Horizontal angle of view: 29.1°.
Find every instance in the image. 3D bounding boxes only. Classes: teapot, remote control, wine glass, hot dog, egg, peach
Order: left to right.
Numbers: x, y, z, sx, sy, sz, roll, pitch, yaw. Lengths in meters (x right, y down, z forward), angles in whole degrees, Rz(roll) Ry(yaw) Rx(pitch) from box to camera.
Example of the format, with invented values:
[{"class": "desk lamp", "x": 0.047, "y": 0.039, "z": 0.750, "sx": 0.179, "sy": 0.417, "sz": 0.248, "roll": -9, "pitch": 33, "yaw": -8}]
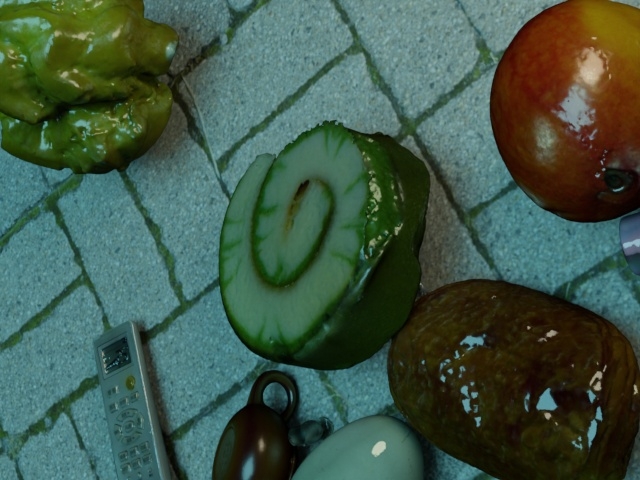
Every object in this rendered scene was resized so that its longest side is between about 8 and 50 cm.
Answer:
[{"class": "remote control", "x": -0.309, "y": 0.297, "z": 2.084, "sx": 0.109, "sy": 0.055, "sz": 0.313, "roll": -27, "pitch": 69, "yaw": 36}, {"class": "teapot", "x": -0.085, "y": 0.326, "z": 1.900, "sx": 0.178, "sy": 0.135, "sz": 0.252, "roll": -20, "pitch": 52, "yaw": 64}, {"class": "wine glass", "x": -0.018, "y": 0.292, "z": 1.872, "sx": 0.042, "sy": 0.083, "sz": 0.038, "roll": 6, "pitch": 96, "yaw": 30}, {"class": "egg", "x": 0.049, "y": 0.369, "z": 1.767, "sx": 0.183, "sy": 0.183, "sz": 0.264, "roll": 35, "pitch": 100, "yaw": 29}, {"class": "hot dog", "x": 0.260, "y": 0.200, "z": 1.648, "sx": 0.388, "sy": 0.174, "sz": 0.266, "roll": 22, "pitch": 98, "yaw": 44}, {"class": "peach", "x": 0.346, "y": -0.163, "z": 1.554, "sx": 0.281, "sy": 0.238, "sz": 0.280, "roll": -14, "pitch": 60, "yaw": 26}]

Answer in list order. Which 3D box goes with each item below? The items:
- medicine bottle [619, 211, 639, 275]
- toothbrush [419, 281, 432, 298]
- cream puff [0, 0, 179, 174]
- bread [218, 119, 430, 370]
[{"class": "medicine bottle", "x": 0.476, "y": -0.016, "z": 1.540, "sx": 0.188, "sy": 0.119, "sz": 0.094, "roll": -17, "pitch": 75, "yaw": 31}, {"class": "toothbrush", "x": 0.088, "y": -0.020, "z": 1.846, "sx": 0.024, "sy": 0.029, "sz": 0.354, "roll": -38, "pitch": 68, "yaw": 12}, {"class": "cream puff", "x": -0.393, "y": -0.244, "z": 1.977, "sx": 0.378, "sy": 0.378, "sz": 0.275, "roll": -18, "pitch": 72, "yaw": 31}, {"class": "bread", "x": 0.000, "y": 0.000, "z": 1.789, "sx": 0.366, "sy": 0.129, "sz": 0.382, "roll": -62, "pitch": 39, "yaw": 18}]
